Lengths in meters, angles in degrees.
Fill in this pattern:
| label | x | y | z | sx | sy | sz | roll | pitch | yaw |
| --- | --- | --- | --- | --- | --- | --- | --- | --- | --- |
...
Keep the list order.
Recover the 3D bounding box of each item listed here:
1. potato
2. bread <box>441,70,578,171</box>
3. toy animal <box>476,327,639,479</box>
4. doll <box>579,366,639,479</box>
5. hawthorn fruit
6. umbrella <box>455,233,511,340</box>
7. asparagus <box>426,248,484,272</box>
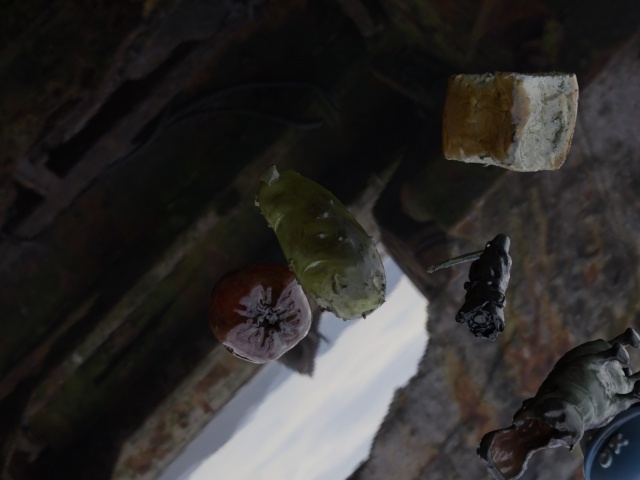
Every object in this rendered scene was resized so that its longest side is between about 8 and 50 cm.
| label | x | y | z | sx | sy | sz | roll | pitch | yaw |
| --- | --- | --- | --- | --- | --- | --- | --- | --- | --- |
| potato | 0.000 | 0.000 | 1.128 | 0.117 | 0.225 | 0.090 | -3 | 142 | -48 |
| bread | 0.137 | -0.087 | 0.676 | 0.076 | 0.070 | 0.083 | -6 | -167 | -35 |
| toy animal | 0.343 | 0.209 | 1.248 | 0.168 | 0.106 | 0.343 | -37 | 168 | 38 |
| doll | 0.483 | 0.317 | 1.517 | 0.177 | 0.141 | 0.314 | -58 | -161 | 16 |
| hawthorn fruit | -0.136 | 0.132 | 1.879 | 0.208 | 0.208 | 0.248 | -40 | -157 | -12 |
| umbrella | 0.250 | 0.062 | 1.374 | 0.059 | 0.066 | 0.236 | -45 | -173 | 32 |
| asparagus | 0.260 | 0.039 | 1.792 | 0.127 | 0.015 | 0.018 | -15 | 125 | -16 |
